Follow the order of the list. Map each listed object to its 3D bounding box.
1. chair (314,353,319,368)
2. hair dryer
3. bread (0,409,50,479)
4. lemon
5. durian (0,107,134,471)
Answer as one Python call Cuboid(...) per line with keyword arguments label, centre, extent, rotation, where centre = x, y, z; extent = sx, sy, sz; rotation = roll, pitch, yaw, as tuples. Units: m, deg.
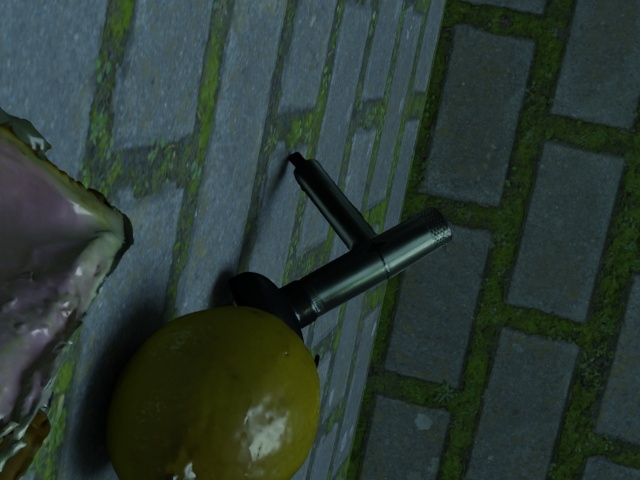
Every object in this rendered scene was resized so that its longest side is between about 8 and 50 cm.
Cuboid(label="chair", centre=(-0.087, 0.267, 1.716), extent=(0.221, 0.140, 0.145), rotation=(92, 17, -49))
Cuboid(label="hair dryer", centre=(-0.010, 0.019, 1.681), extent=(0.320, 0.284, 0.156), rotation=(-35, 128, -18))
Cuboid(label="bread", centre=(-0.264, 0.200, 0.762), extent=(0.236, 0.070, 0.236), rotation=(-56, -173, 11))
Cuboid(label="lemon", centre=(-0.118, 0.192, 1.280), extent=(0.263, 0.236, 0.236), rotation=(-7, 114, -45))
Cuboid(label="durian", centre=(-0.250, 0.006, 0.682), extent=(0.305, 0.185, 0.196), rotation=(-57, 132, -41))
